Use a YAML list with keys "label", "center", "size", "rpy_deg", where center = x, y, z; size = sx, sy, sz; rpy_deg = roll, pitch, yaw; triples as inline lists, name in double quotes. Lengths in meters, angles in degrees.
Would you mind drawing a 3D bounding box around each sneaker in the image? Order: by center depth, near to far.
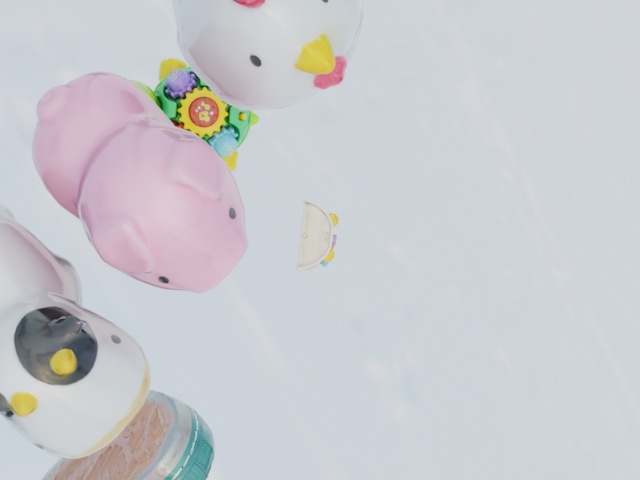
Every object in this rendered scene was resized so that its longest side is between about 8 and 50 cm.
- label: "sneaker"
  center: [-0.129, 0.198, 1.336]
  size: [0.121, 0.302, 0.108]
  rpy_deg: [29, 59, -15]

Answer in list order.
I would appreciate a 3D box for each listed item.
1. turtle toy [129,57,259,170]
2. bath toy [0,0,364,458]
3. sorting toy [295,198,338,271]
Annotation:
- label: "turtle toy"
  center: [-0.115, -0.107, 1.512]
  size: [0.066, 0.130, 0.095]
  rpy_deg: [-176, -91, -81]
- label: "bath toy"
  center: [-0.104, -0.015, 0.896]
  size: [0.151, 0.348, 0.129]
  rpy_deg: [40, 1, 3]
- label: "sorting toy"
  center: [0.000, 0.000, 2.111]
  size: [0.075, 0.045, 0.083]
  rpy_deg: [58, 38, -79]
